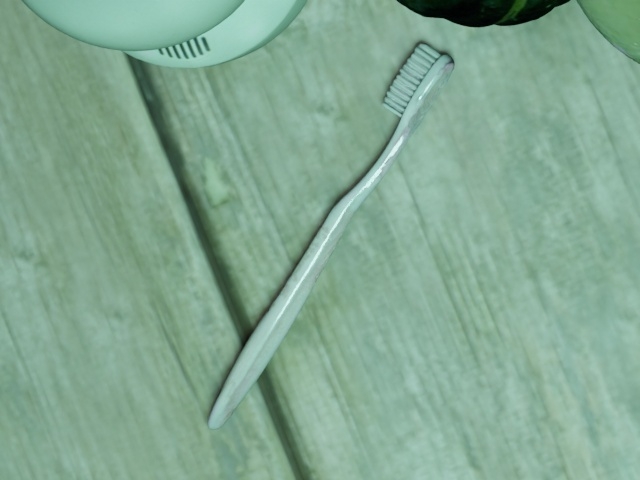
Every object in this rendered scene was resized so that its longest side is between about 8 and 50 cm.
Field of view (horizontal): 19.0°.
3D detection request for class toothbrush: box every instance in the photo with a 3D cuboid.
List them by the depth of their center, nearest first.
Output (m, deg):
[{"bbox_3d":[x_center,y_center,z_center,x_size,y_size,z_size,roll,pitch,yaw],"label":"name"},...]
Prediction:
[{"bbox_3d":[0.000,0.000,1.313,0.029,0.025,0.307,35,100,20],"label":"toothbrush"}]

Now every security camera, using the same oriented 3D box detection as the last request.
[{"bbox_3d":[-0.112,-0.206,1.229,0.194,0.236,0.195,1,94,17],"label":"security camera"}]

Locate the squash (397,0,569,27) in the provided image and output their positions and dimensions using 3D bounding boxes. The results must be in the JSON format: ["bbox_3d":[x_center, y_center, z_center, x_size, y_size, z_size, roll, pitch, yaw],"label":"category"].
[{"bbox_3d":[0.100,-0.240,1.194,0.172,0.218,0.218,14,97,52],"label":"squash"}]

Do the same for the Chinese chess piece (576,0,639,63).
[{"bbox_3d":[0.243,-0.209,1.143,0.092,0.237,0.238,12,96,53],"label":"Chinese chess piece"}]
